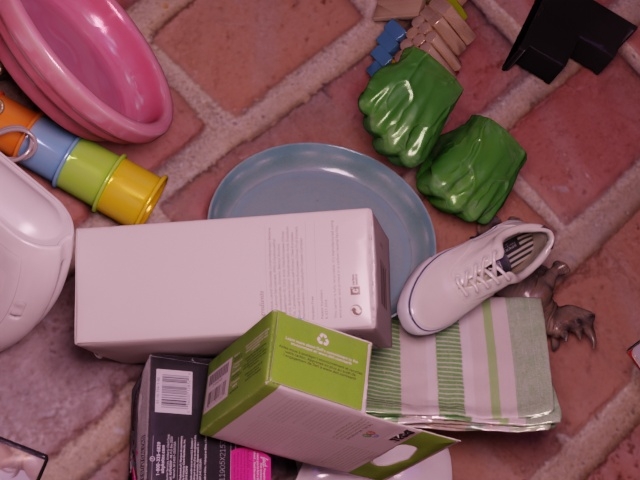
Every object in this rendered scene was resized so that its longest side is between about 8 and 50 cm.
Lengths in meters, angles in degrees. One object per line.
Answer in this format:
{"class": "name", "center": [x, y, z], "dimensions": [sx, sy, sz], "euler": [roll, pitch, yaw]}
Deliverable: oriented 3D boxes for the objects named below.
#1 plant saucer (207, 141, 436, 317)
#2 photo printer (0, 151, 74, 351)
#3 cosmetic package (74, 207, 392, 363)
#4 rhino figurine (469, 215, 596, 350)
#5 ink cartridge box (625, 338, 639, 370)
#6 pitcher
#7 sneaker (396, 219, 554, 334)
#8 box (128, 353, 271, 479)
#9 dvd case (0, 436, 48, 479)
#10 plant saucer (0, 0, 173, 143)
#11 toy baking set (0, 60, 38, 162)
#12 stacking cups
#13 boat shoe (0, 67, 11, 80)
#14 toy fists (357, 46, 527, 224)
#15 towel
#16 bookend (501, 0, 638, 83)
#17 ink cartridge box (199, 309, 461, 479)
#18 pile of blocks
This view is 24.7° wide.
{"class": "plant saucer", "center": [0.000, 0.000, 2.013], "dimensions": [0.318, 0.043, 0.317], "euler": [6, 53, -8]}
{"class": "photo printer", "center": [-0.450, -0.015, 1.795], "dimensions": [0.307, 0.256, 0.107], "euler": [39, 42, 2]}
{"class": "cosmetic package", "center": [-0.103, 0.063, 1.816], "dimensions": [0.366, 0.197, 0.155], "euler": [-3, 79, 7]}
{"class": "rhino figurine", "center": [0.303, 0.070, 2.094], "dimensions": [0.243, 0.073, 0.106], "euler": [44, 61, 3]}
{"class": "ink cartridge box", "center": [0.594, 0.234, 2.082], "dimensions": [0.272, 0.130, 0.309], "euler": [-28, 78, -24]}
{"class": "pitcher", "center": [0.061, 0.284, 1.904], "dimensions": [0.207, 0.125, 0.177], "euler": [1, 59, -4]}
{"class": "sneaker", "center": [0.210, 0.040, 1.964], "dimensions": [0.258, 0.091, 0.094], "euler": [-36, 100, -31]}
{"class": "box", "center": [-0.154, 0.284, 1.818], "dimensions": [0.163, 0.142, 0.247], "euler": [6, 64, -15]}
{"class": "dvd case", "center": [-0.480, 0.297, 1.777], "dimensions": [0.253, 0.022, 0.180], "euler": [23, 63, -7]}
{"class": "plant saucer", "center": [-0.332, -0.256, 1.944], "dimensions": [0.084, 0.332, 0.332], "euler": [-36, 78, 18]}
{"class": "toy baking set", "center": [-0.480, -0.139, 1.911], "dimensions": [0.197, 0.030, 0.256], "euler": [-25, 88, 6]}
{"class": "stacking cups", "center": [-0.361, -0.124, 1.954], "dimensions": [0.316, 0.096, 0.096], "euler": [30, 62, -4]}
{"class": "boat shoe", "center": [-0.510, -0.381, 2.000], "dimensions": [0.132, 0.130, 0.355], "euler": [-22, 75, -24]}
{"class": "toy fists", "center": [0.163, -0.137, 2.060], "dimensions": [0.279, 0.096, 0.142], "euler": [43, 71, -26]}
{"class": "towel", "center": [0.146, 0.156, 1.949], "dimensions": [0.325, 0.038, 0.248], "euler": [1, 41, -1]}
{"class": "bookend", "center": [0.389, -0.301, 2.282], "dimensions": [0.157, 0.072, 0.156], "euler": [29, 63, -4]}
{"class": "ink cartridge box", "center": [0.012, 0.192, 1.734], "dimensions": [0.255, 0.189, 0.097], "euler": [19, 58, -22]}
{"class": "pile of blocks", "center": [0.160, -0.297, 2.206], "dimensions": [0.112, 0.149, 0.362], "euler": [42, 63, -47]}
